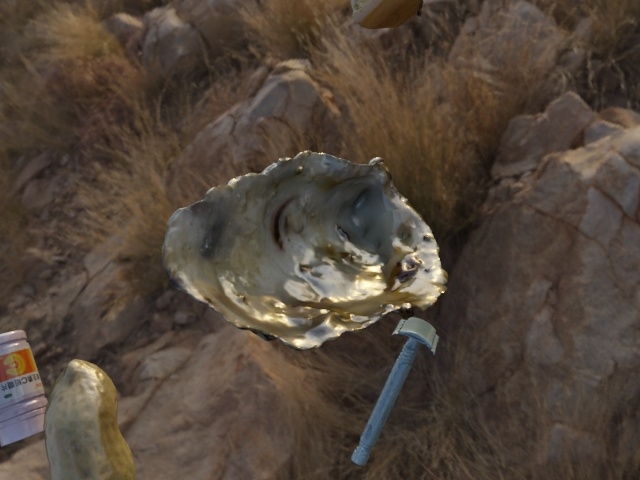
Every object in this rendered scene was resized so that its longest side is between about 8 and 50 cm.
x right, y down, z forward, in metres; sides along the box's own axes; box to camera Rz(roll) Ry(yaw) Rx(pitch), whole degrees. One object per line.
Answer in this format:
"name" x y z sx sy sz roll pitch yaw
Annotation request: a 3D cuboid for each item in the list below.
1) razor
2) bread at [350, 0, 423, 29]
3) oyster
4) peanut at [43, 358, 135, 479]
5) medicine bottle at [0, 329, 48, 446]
"razor" 0.104 0.231 1.059 0.068 0.106 0.231 24 100 10
"bread" 0.158 -0.522 1.432 0.169 0.160 0.140 -29 80 41
"oyster" 0.023 0.015 0.718 0.204 0.396 0.111 49 126 14
"peanut" -0.505 0.451 1.563 0.170 0.192 0.386 -18 74 16
"medicine bottle" -0.736 0.351 1.695 0.133 0.133 0.249 -22 83 23
